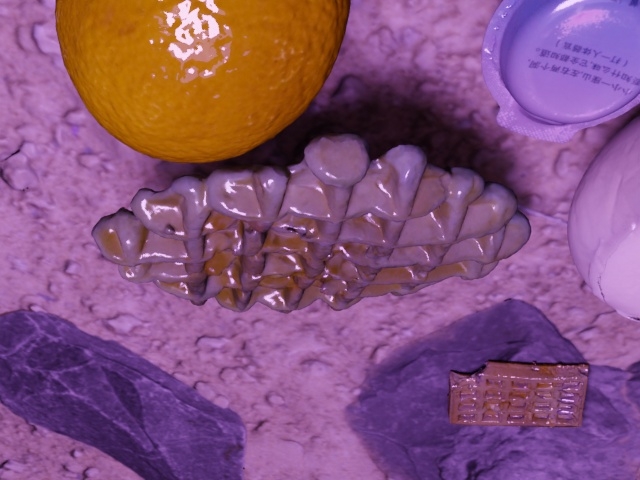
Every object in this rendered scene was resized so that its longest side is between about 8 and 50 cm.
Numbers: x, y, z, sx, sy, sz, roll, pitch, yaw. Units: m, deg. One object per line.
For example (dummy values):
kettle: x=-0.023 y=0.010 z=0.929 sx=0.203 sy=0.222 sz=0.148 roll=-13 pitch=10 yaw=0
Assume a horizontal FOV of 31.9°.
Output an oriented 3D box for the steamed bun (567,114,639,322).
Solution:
steamed bun: x=0.289 y=-0.039 z=0.815 sx=0.177 sy=0.130 sz=0.228 roll=30 pitch=131 yaw=-34

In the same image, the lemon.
lemon: x=-0.078 y=-0.147 z=0.724 sx=0.187 sy=0.186 sz=0.244 roll=20 pitch=137 yaw=-12

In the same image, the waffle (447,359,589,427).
waffle: x=0.192 y=0.151 z=1.099 sx=0.135 sy=0.021 sz=0.092 roll=1 pitch=136 yaw=6

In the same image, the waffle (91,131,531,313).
waffle: x=0.000 y=0.000 z=0.864 sx=0.292 sy=0.056 sz=0.309 roll=-15 pitch=158 yaw=29

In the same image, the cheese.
cheese: x=0.192 y=-0.160 z=0.764 sx=0.135 sy=0.052 sz=0.244 roll=14 pitch=134 yaw=-9
